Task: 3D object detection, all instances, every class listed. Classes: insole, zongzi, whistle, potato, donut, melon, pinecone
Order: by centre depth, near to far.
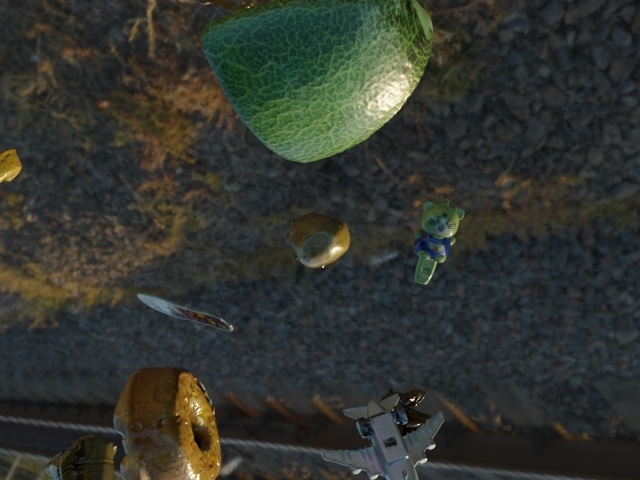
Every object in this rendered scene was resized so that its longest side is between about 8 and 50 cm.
[{"bbox_3d":[-0.216,0.114,1.336,0.197,0.004,0.065,12,152,32],"label":"insole"},{"bbox_3d":[-0.409,0.431,1.378,0.178,0.189,0.081,-31,139,33],"label":"zongzi"},{"bbox_3d":[-0.554,-0.111,1.427,0.043,0.108,0.097,52,154,-7],"label":"donut"},{"bbox_3d":[0.017,-0.325,1.491,0.343,0.226,0.331,-20,118,29],"label":"melon"},{"bbox_3d":[-0.317,0.405,1.769,0.150,0.299,0.317,-14,-174,6],"label":"donut"},{"bbox_3d":[0.000,0.000,1.963,0.137,0.137,0.176,34,179,-25],"label":"potato"},{"bbox_3d":[0.275,0.003,2.057,0.105,0.227,0.085,13,-161,-6],"label":"whistle"},{"bbox_3d":[0.199,0.466,2.127,0.179,0.195,0.150,-9,-156,-38],"label":"pinecone"}]

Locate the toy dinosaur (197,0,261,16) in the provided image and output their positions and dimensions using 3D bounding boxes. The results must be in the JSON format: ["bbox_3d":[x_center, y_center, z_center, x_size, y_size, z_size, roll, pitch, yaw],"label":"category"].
[{"bbox_3d":[-0.181,-0.471,1.770,0.126,0.162,0.039,-14,153,-24],"label":"toy dinosaur"}]

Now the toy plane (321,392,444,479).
[{"bbox_3d":[0.131,0.393,1.598,0.251,0.255,0.101,-17,129,-6],"label":"toy plane"}]
